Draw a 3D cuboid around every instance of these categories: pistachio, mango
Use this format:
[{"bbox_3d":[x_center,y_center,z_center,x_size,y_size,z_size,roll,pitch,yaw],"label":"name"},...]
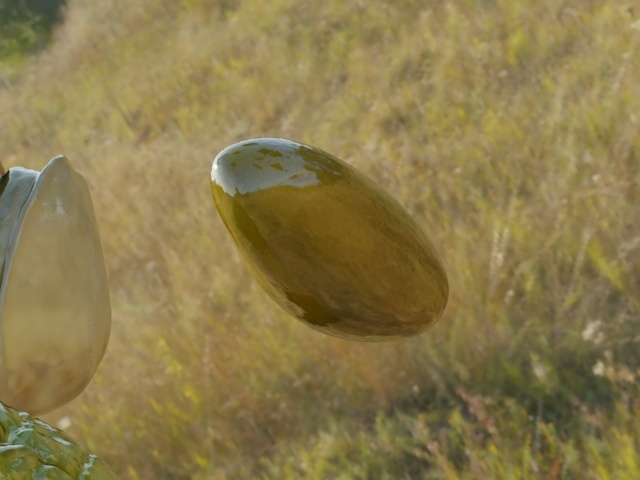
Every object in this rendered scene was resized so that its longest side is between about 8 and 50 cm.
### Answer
[{"bbox_3d":[-0.359,0.056,1.446,0.229,0.321,0.238,4,-9,-4],"label":"pistachio"},{"bbox_3d":[0.000,0.000,0.886,0.138,0.253,0.113,22,80,39],"label":"mango"}]

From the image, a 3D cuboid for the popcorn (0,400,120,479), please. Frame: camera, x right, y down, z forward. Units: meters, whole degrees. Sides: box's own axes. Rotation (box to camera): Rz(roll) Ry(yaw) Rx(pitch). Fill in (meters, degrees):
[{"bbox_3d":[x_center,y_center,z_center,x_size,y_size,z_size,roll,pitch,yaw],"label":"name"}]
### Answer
[{"bbox_3d":[-0.234,0.230,0.874,0.225,0.286,0.174,-19,43,-15],"label":"popcorn"}]
